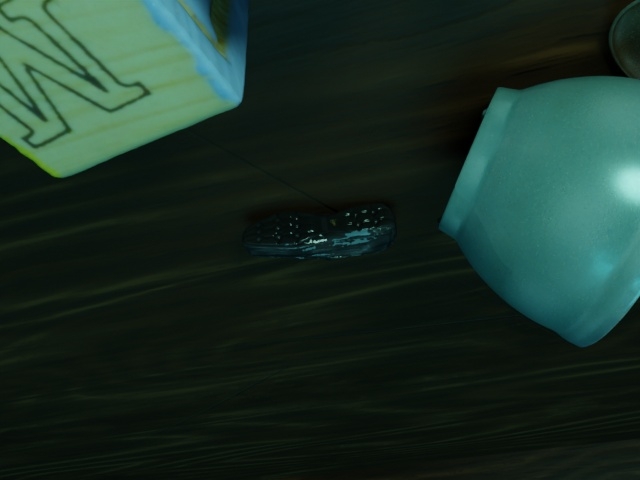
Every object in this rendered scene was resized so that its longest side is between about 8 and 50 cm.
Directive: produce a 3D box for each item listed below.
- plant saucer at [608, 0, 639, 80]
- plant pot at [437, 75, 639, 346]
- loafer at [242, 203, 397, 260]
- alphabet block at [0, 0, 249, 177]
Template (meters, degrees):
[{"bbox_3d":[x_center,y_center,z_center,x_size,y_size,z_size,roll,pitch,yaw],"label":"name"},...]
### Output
[{"bbox_3d":[0.389,-0.191,0.604,0.198,0.036,0.198,28,173,4],"label":"plant saucer"},{"bbox_3d":[0.251,-0.056,0.687,0.196,0.293,0.293,23,147,11],"label":"plant pot"},{"bbox_3d":[0.000,0.000,0.895,0.223,0.076,0.078,-6,138,0],"label":"loafer"},{"bbox_3d":[-0.190,-0.198,0.504,0.197,0.192,0.193,-18,141,20],"label":"alphabet block"}]
